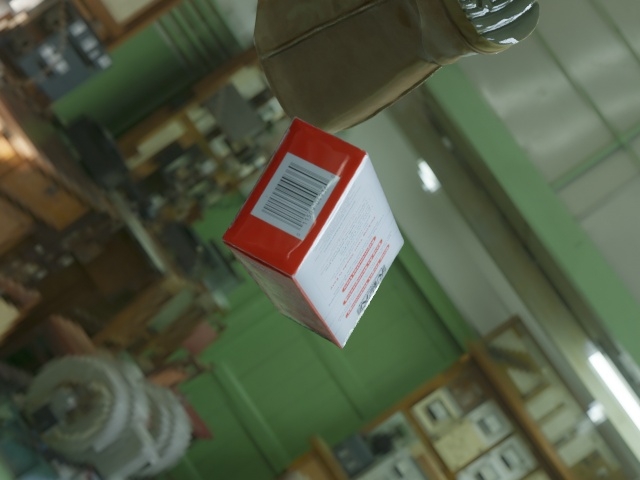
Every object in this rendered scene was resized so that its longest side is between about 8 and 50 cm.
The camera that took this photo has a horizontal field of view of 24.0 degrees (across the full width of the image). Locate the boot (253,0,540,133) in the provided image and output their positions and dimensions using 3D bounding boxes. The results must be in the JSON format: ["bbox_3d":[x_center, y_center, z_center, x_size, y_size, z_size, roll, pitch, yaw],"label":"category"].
[{"bbox_3d":[0.021,-0.208,1.102,0.269,0.089,0.236,-14,-83,60],"label":"boot"}]

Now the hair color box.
[{"bbox_3d":[0.000,0.000,0.753,0.043,0.072,0.141,27,-11,18],"label":"hair color box"}]
